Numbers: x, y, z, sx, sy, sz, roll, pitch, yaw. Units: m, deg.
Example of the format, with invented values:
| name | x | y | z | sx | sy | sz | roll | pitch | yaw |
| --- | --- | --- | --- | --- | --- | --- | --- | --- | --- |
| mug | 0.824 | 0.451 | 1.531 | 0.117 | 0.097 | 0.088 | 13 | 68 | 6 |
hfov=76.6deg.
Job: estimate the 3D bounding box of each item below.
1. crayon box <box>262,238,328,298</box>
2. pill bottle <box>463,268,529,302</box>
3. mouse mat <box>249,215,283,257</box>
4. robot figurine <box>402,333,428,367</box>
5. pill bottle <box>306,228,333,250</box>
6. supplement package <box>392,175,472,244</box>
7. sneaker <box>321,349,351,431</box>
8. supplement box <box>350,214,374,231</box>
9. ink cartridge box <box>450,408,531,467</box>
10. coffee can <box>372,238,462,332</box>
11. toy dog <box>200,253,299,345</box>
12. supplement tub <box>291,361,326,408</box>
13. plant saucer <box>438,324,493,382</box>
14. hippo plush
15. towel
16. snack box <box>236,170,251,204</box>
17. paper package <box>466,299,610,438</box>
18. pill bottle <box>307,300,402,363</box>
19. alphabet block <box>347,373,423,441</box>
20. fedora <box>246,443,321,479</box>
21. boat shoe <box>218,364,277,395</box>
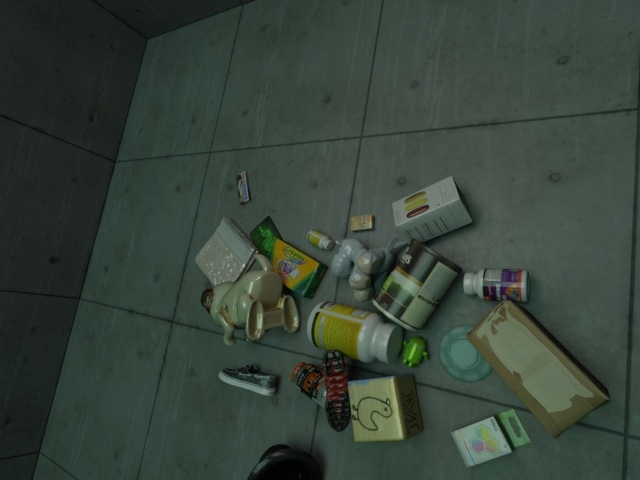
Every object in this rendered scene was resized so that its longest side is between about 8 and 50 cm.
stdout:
| name | x | y | z | sx | sy | sz | roll | pitch | yaw |
| --- | --- | --- | --- | --- | --- | --- | --- | --- | --- |
| crayon box | -0.118 | 0.124 | 1.829 | 0.279 | 0.081 | 0.165 | 29 | 93 | 35 |
| pill bottle | 0.587 | 0.149 | 1.356 | 0.194 | 0.108 | 0.107 | -1 | 77 | 33 |
| mouse mat | -0.270 | -0.012 | 2.010 | 0.153 | 0.007 | 0.189 | -42 | 60 | 16 |
| robot figurine | 0.341 | 0.401 | 1.469 | 0.101 | 0.067 | 0.115 | 22 | 89 | 43 |
| pill bottle | 0.000 | 0.000 | 1.798 | 0.116 | 0.065 | 0.065 | 29 | 94 | 35 |
| supplement package | 0.408 | -0.104 | 1.499 | 0.244 | 0.134 | 0.138 | -25 | 39 | 24 |
| sneaker | 0.064 | 0.545 | 1.481 | 0.098 | 0.135 | 0.275 | -8 | 70 | 6 |
| supplement box | 0.179 | -0.072 | 1.720 | 0.099 | 0.036 | 0.062 | -7 | 74 | 31 |
| ink cartridge box | 0.537 | 0.625 | 1.285 | 0.209 | 0.062 | 0.108 | -33 | 61 | 21 |
| coffee can | 0.343 | 0.160 | 1.452 | 0.202 | 0.202 | 0.275 | 36 | 97 | 34 |
| toy dog | -0.358 | 0.277 | 1.808 | 0.408 | 0.285 | 0.394 | -13 | 89 | 41 |
| supplement tub | -0.020 | 0.573 | 1.622 | 0.191 | 0.117 | 0.116 | 22 | 90 | 35 |
| plant saucer | 0.496 | 0.387 | 1.392 | 0.195 | 0.038 | 0.194 | -9 | 72 | 31 |
| hippo plush | 0.145 | 0.071 | 1.584 | 0.237 | 0.234 | 0.293 | 26 | 92 | 34 |
| towel | -0.493 | 0.084 | 2.095 | 0.332 | 0.053 | 0.316 | 43 | 102 | 34 |
| snack box | -0.412 | -0.280 | 2.163 | 0.064 | 0.022 | 0.178 | -23 | 65 | 24 |
| paper package | 0.620 | 0.350 | 1.157 | 0.168 | 0.310 | 0.324 | -48 | 57 | 16 |
| pill bottle | 0.130 | 0.353 | 1.543 | 0.334 | 0.188 | 0.187 | 9 | 82 | 35 |
| alphabet block | 0.226 | 0.580 | 1.418 | 0.193 | 0.194 | 0.196 | -19 | 68 | 29 |
| fedora | -0.157 | 0.922 | 1.570 | 0.333 | 0.334 | 0.152 | -62 | 20 | 3 |
| boat shoe | -0.324 | 0.604 | 1.815 | 0.302 | 0.108 | 0.102 | 6 | 80 | 31 |
